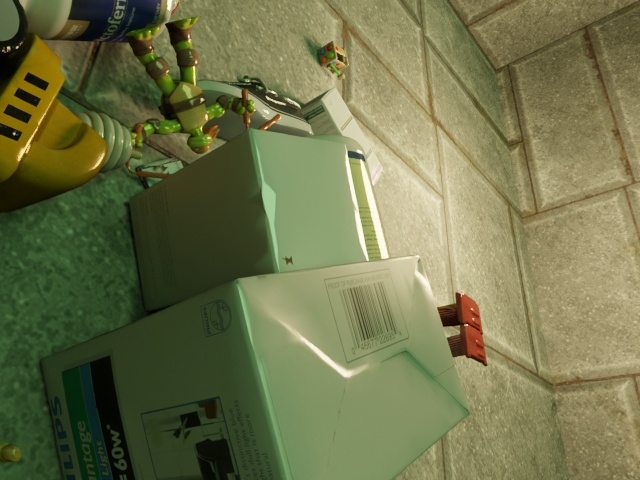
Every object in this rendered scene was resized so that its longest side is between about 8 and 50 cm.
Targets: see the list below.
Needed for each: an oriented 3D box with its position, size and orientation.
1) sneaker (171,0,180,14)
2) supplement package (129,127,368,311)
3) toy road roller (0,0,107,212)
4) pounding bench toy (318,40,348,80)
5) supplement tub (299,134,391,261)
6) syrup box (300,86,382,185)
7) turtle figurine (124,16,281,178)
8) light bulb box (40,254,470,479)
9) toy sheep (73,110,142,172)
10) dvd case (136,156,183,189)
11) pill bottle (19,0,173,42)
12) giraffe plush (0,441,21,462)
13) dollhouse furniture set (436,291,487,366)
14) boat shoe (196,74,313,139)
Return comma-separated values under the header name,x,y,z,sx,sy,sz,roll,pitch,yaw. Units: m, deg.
name,x,y,z,sx,sy,sz,roll,pitch,yaw
sneaker,-0.327,-0.489,0.899,0.093,0.088,0.225,-48,114,-30
supplement package,-0.108,-0.015,0.735,0.175,0.292,0.178,-3,80,-47
toy road roller,-0.368,-0.088,0.531,0.240,0.202,0.330,48,37,-45
pounding bench toy,0.035,-0.473,1.394,0.065,0.052,0.083,6,69,-52
supplement tub,0.000,0.000,0.948,0.235,0.235,0.325,2,72,-53
syrup box,0.044,-0.228,1.247,0.237,0.093,0.096,57,36,-19
turtle figurine,-0.203,-0.229,0.828,0.269,0.087,0.218,-24,118,-22
light bulb box,-0.073,0.183,0.647,0.357,0.361,0.225,-3,74,-54
toy sheep,-0.308,-0.133,0.724,0.132,0.091,0.091,5,69,-53
dvd case,-0.239,-0.072,0.853,0.087,0.013,0.120,-29,97,-55
pill bottle,-0.348,-0.356,0.724,0.264,0.153,0.153,-29,97,-54
giraffe plush,-0.381,0.214,0.419,0.210,0.181,0.171,81,25,-55
dollhouse furniture set,0.189,0.180,1.146,0.374,0.201,0.152,29,51,-44
boat shoe,-0.133,-0.258,1.005,0.306,0.113,0.105,5,61,-46
